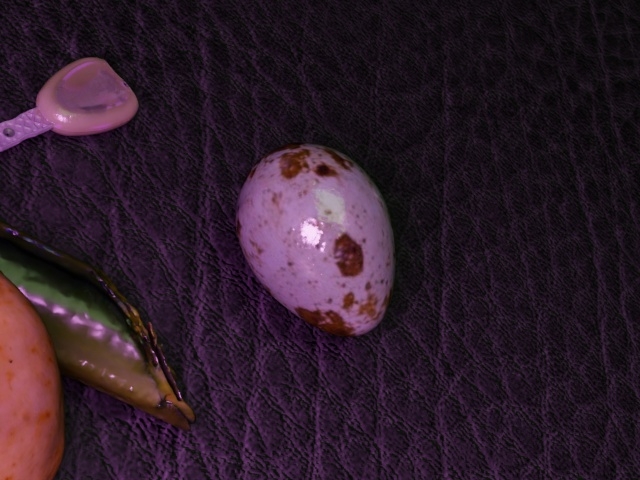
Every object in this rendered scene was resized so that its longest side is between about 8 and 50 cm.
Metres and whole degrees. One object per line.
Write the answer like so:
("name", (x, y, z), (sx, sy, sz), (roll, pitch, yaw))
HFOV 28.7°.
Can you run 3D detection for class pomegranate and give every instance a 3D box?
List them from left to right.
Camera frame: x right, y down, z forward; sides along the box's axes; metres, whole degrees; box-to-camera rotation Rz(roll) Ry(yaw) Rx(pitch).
("pomegranate", (-0.359, 0.141, 1.026), (0.307, 0.307, 0.307), (15, 51, -20))

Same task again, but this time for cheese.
("cheese", (-0.298, -0.145, 1.417), (0.097, 0.037, 0.192), (47, 48, 10))

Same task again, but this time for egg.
("egg", (0.000, 0.000, 1.398), (0.169, 0.169, 0.231), (-19, 79, -38))

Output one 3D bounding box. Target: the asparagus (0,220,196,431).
("asparagus", (-0.278, 0.061, 1.236), (0.382, 0.108, 0.128), (27, 47, -13))
